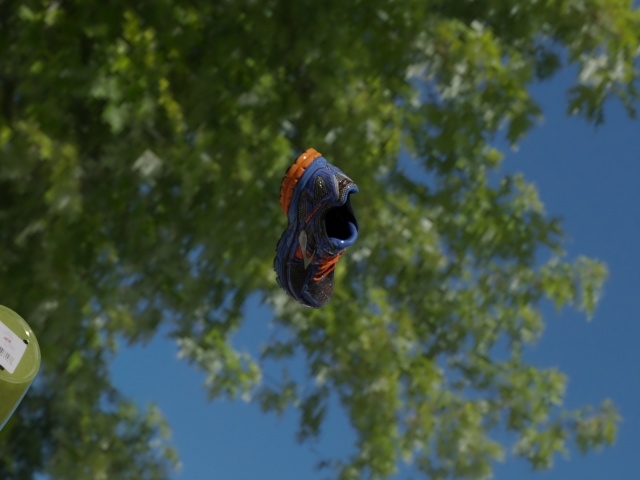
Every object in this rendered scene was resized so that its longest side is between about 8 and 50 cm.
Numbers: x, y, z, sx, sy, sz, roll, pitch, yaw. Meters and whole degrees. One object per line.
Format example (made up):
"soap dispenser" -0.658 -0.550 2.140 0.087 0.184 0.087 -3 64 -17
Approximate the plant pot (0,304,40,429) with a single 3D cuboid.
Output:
"plant pot" -0.581 0.226 2.446 0.293 0.275 0.275 -32 -71 29

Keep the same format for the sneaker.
"sneaker" 0.000 0.000 1.860 0.087 0.083 0.221 27 -41 27
